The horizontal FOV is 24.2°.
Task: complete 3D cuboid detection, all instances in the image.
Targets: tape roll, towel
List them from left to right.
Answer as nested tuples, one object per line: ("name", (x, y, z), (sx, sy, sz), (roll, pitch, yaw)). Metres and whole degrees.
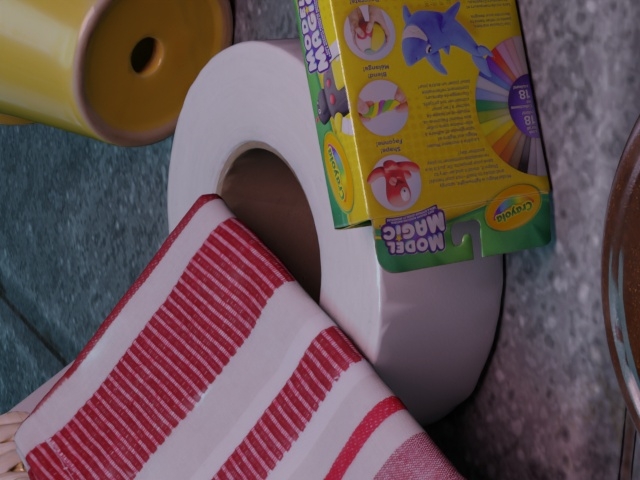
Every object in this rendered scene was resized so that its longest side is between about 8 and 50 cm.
("towel", (-0.065, 0.142, 0.939), (0.237, 0.037, 0.329), (-51, 47, 10))
("tape roll", (0.000, 0.000, 1.031), (0.286, 0.100, 0.286), (22, 117, 54))

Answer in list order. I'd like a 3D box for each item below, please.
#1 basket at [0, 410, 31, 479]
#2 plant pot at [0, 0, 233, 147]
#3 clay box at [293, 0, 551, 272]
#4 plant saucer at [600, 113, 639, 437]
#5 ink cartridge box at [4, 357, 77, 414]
("basket", (-0.145, 0.300, 1.151), (0.266, 0.328, 0.331), (60, 149, 34))
("plant pot", (-0.211, -0.195, 1.256), (0.239, 0.254, 0.254), (32, 128, 37))
("clay box", (0.058, -0.095, 0.880), (0.053, 0.127, 0.222), (-11, 88, 63))
("plant saucer", (0.225, 0.036, 0.694), (0.310, 0.050, 0.310), (29, 123, 58))
("ink cartridge box", (-0.229, 0.248, 1.423), (0.117, 0.201, 0.278), (33, 133, 17))
